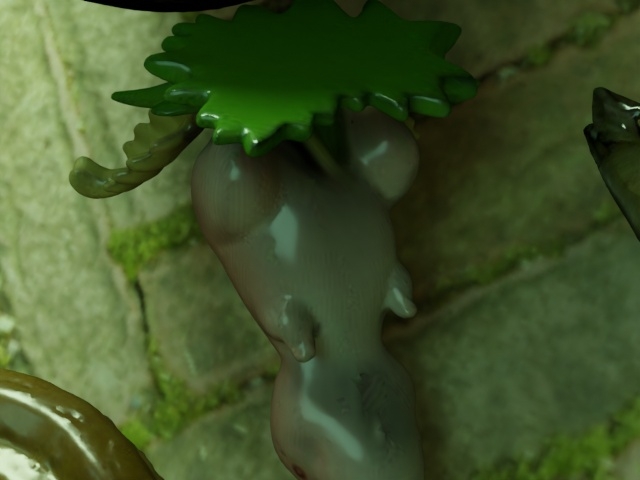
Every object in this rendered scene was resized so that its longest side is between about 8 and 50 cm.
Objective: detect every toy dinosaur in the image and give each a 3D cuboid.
[{"bbox_3d":[0.005,-0.003,0.682,0.194,0.152,0.177,43,140,39],"label":"toy dinosaur"}]

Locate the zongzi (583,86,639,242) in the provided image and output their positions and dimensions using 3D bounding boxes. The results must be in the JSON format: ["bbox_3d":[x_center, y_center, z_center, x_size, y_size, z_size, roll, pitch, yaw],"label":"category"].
[{"bbox_3d":[0.249,0.004,0.537,0.260,0.123,0.289,-26,47,11],"label":"zongzi"}]

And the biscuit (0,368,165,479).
[{"bbox_3d":[-0.181,0.179,0.742,0.262,0.037,0.262,-7,67,16],"label":"biscuit"}]

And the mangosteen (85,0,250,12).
[{"bbox_3d":[-0.027,-0.224,0.650,0.302,0.275,0.275,8,82,32],"label":"mangosteen"}]
